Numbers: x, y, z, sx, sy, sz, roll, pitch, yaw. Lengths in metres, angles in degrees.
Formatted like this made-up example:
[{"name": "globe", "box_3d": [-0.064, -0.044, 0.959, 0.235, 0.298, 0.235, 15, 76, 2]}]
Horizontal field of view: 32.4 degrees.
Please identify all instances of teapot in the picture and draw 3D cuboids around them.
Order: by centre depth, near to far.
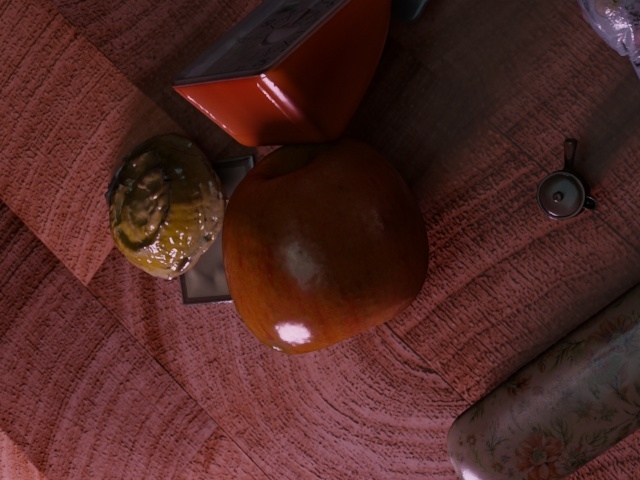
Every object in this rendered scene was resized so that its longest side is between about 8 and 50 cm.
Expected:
[{"name": "teapot", "box_3d": [0.341, -0.082, 1.482, 0.085, 0.080, 0.110, 13, 102, 23]}]

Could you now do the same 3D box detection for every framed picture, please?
[{"name": "framed picture", "box_3d": [-0.164, -0.013, 1.757, 0.173, 0.010, 0.231, -5, 94, 25]}]

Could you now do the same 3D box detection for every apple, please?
[{"name": "apple", "box_3d": [0.000, 0.000, 1.529, 0.299, 0.299, 0.275, -16, 100, 25]}]

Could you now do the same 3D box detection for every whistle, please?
[{"name": "whistle", "box_3d": [0.422, -0.262, 1.400, 0.142, 0.134, 0.346, -21, 98, 57]}]

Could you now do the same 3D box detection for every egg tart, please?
[{"name": "egg tart", "box_3d": [-0.261, -0.052, 1.743, 0.252, 0.098, 0.231, -13, 87, 34]}]

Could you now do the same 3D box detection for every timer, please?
[{"name": "timer", "box_3d": [-0.035, -0.266, 1.532, 0.257, 0.161, 0.250, 4, 59, 53]}]

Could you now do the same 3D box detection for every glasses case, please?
[{"name": "glasses case", "box_3d": [0.355, 0.212, 1.503, 0.425, 0.098, 0.156, -41, 82, 22]}]

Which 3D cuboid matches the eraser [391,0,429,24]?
[{"name": "eraser", "box_3d": [0.020, -0.428, 1.596, 0.352, 0.061, 0.089, 36, 108, 16]}]
